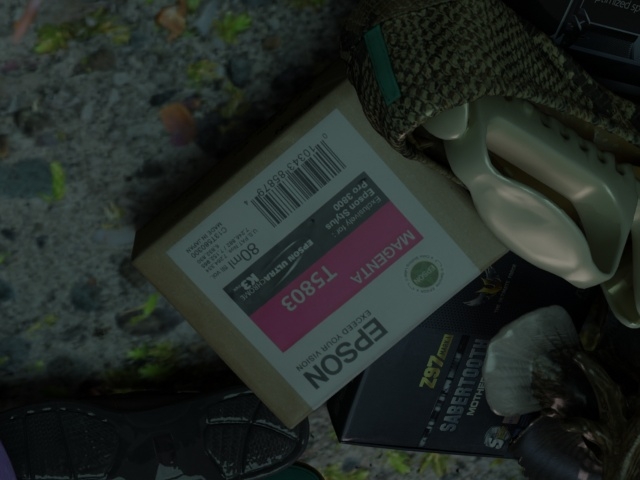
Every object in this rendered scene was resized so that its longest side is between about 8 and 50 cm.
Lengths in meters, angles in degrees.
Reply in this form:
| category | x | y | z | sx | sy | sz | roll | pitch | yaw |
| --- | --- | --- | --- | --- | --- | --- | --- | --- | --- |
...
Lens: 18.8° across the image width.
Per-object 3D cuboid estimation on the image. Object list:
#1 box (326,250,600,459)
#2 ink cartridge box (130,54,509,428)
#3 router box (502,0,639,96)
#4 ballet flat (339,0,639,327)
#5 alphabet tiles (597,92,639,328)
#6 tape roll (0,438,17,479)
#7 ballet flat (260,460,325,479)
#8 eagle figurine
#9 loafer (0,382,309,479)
| category | x | y | z | sx | sy | sz | roll | pitch | yaw |
| --- | --- | --- | --- | --- | --- | --- | --- | --- | --- |
| box | 0.125 | 0.079 | 1.665 | 0.183 | 0.059 | 0.233 | 8 | 120 | -20 |
| ink cartridge box | 0.000 | 0.000 | 1.514 | 0.234 | 0.088 | 0.193 | -41 | 104 | 10 |
| router box | 0.266 | -0.233 | 1.482 | 0.308 | 0.081 | 0.243 | 12 | 118 | -24 |
| ballet flat | 0.204 | -0.034 | 1.455 | 0.482 | 0.182 | 0.164 | 25 | 132 | -38 |
| alphabet tiles | 0.358 | -0.058 | 1.691 | 0.342 | 0.011 | 0.285 | -11 | 126 | -12 |
| tape roll | -0.367 | 0.220 | 1.481 | 0.274 | 0.090 | 0.275 | 1 | 87 | -11 |
| ballet flat | -0.105 | 0.255 | 1.715 | 0.232 | 0.080 | 0.073 | -16 | 155 | -6 |
| eagle figurine | 0.267 | 0.143 | 1.648 | 0.226 | 0.298 | 0.225 | -11 | 94 | 10 |
| loafer | -0.163 | 0.176 | 1.616 | 0.302 | 0.095 | 0.109 | -7 | 91 | -12 |
